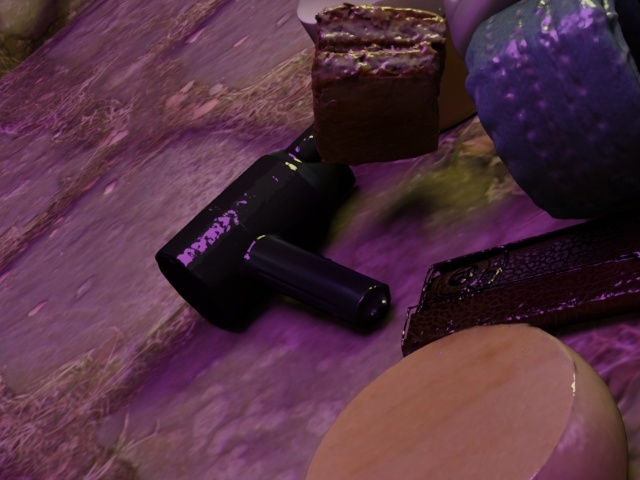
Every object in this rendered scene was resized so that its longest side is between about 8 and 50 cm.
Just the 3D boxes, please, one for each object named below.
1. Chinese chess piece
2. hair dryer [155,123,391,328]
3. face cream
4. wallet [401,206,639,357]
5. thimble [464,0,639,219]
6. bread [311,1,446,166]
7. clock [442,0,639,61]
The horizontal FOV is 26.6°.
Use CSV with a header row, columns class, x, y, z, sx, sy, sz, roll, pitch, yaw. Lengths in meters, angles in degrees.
class,x,y,z,sx,sy,sz,roll,pitch,yaw
Chinese chess piece,0.106,0.175,1.005,0.251,0.097,0.251,-28,27,16
hair dryer,0.000,0.000,1.430,0.244,0.116,0.302,-45,40,-18
face cream,0.109,-0.251,1.595,0.218,0.179,0.218,-27,28,16
wallet,0.190,0.035,1.198,0.243,0.039,0.133,-17,31,33
thimble,0.237,-0.120,1.190,0.143,0.235,0.198,-27,45,28
bread,0.057,-0.154,1.364,0.138,0.196,0.102,-5,69,-3
clock,0.283,-0.277,1.246,0.324,0.265,0.108,122,147,-49
